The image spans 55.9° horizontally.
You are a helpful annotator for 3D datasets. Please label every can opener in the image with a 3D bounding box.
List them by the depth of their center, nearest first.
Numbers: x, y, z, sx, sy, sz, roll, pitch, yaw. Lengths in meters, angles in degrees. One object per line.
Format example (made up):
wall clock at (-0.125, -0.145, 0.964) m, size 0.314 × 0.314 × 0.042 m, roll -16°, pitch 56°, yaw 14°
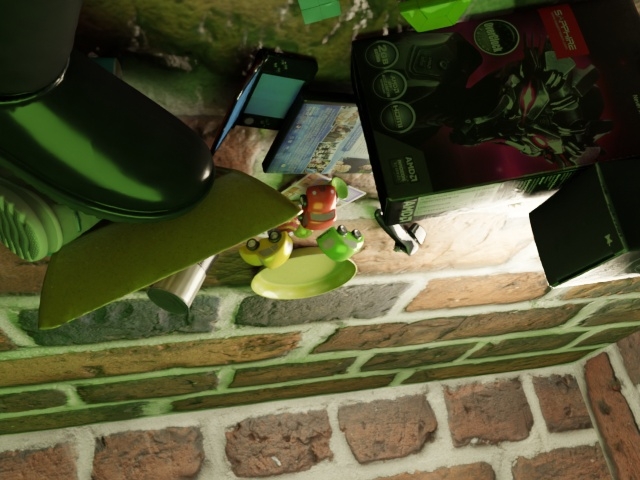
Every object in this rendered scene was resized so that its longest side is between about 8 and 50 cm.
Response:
can opener at (0.157, -0.021, 1.243) m, size 0.059 × 0.073 × 0.186 m, roll 19°, pitch 171°, yaw 38°

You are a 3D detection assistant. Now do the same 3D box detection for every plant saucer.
plant saucer at (-0.227, -0.022, 0.837) m, size 0.333 × 0.081 × 0.333 m, roll -25°, pitch -165°, yaw -13°
plant saucer at (-0.039, 0.071, 1.359) m, size 0.241 × 0.037 × 0.241 m, roll -9°, pitch 154°, yaw -5°

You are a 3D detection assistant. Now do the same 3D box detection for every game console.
game console at (-0.077, -0.171, 0.798) m, size 0.124 × 0.085 × 0.144 m, roll 3°, pitch 151°, yaw -26°

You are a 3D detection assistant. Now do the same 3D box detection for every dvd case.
dvd case at (0.055, -0.158, 0.923) m, size 0.253 × 0.022 × 0.180 m, roll -3°, pitch 154°, yaw -26°

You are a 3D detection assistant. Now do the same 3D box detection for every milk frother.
milk frother at (-0.280, 0.066, 1.142) m, size 0.129 × 0.134 × 0.143 m, roll 25°, pitch 145°, yaw -1°

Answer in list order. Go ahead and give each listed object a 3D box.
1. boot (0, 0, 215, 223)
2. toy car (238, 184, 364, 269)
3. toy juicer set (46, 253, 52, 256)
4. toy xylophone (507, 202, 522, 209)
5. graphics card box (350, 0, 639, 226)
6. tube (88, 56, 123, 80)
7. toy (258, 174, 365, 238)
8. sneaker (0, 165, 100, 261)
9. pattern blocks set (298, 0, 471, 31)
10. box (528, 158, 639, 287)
boot at (-0.205, -0.172, 0.477) m, size 0.367 × 0.146 × 0.445 m, roll 21°, pitch 156°, yaw -20°
toy car at (0.000, 0.000, 1.090) m, size 0.225 × 0.053 × 0.239 m, roll 13°, pitch 141°, yaw -44°
toy juicer set at (-0.419, -0.057, 0.926) m, size 0.329 × 0.089 × 0.209 m, roll -11°, pitch 136°, yaw -27°
toy xylophone at (0.392, -0.158, 1.009) m, size 0.236 × 0.081 × 0.323 m, roll -21°, pitch 152°, yaw 20°
graphics card box at (0.237, -0.166, 0.761) m, size 0.371 × 0.232 × 0.094 m, roll -10°, pitch 161°, yaw 0°
tube at (-0.343, -0.189, 0.711) m, size 0.207 × 0.052 × 0.080 m, roll -2°, pitch 140°, yaw -6°
toy at (-0.044, -0.039, 1.112) m, size 0.137 × 0.056 × 0.237 m, roll 17°, pitch 143°, yaw -41°
sneaker at (-0.370, -0.066, 0.747) m, size 0.115 × 0.281 × 0.105 m, roll -26°, pitch 139°, yaw -41°
pattern blocks set at (0.122, -0.330, 0.619) m, size 0.325 × 0.026 × 0.285 m, roll -9°, pitch 154°, yaw -3°
box at (0.390, -0.023, 0.730) m, size 0.207 × 0.108 × 0.153 m, roll -5°, pitch 162°, yaw -14°
